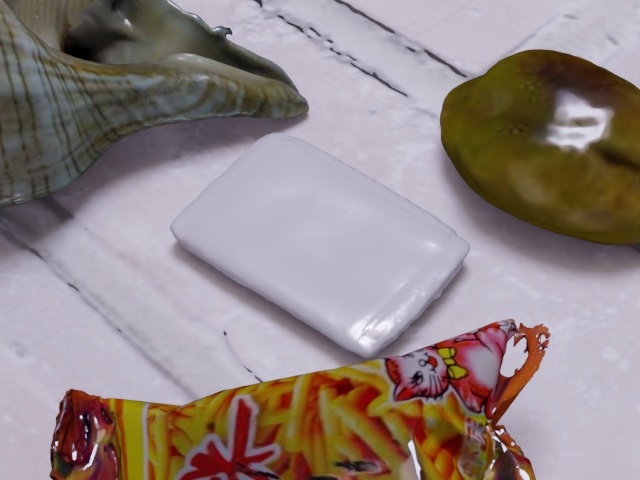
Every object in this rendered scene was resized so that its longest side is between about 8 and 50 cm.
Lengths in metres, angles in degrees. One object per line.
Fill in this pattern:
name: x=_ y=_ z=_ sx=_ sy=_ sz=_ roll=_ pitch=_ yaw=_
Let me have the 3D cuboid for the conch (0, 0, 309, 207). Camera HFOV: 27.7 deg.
conch: x=-0.207 y=-0.110 z=0.913 sx=0.386 sy=0.169 sz=0.203 roll=3 pitch=68 yaw=-38

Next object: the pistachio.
pistachio: x=0.156 y=-0.062 z=0.871 sx=0.189 sy=0.100 sz=0.110 roll=34 pitch=61 yaw=26

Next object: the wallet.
wallet: x=0.000 y=0.000 z=0.876 sx=0.183 sy=0.032 sz=0.124 roll=31 pitch=59 yaw=24

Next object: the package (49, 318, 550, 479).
package: x=0.005 y=0.164 z=0.697 sx=0.288 sy=0.108 sz=0.223 roll=-13 pitch=56 yaw=3
